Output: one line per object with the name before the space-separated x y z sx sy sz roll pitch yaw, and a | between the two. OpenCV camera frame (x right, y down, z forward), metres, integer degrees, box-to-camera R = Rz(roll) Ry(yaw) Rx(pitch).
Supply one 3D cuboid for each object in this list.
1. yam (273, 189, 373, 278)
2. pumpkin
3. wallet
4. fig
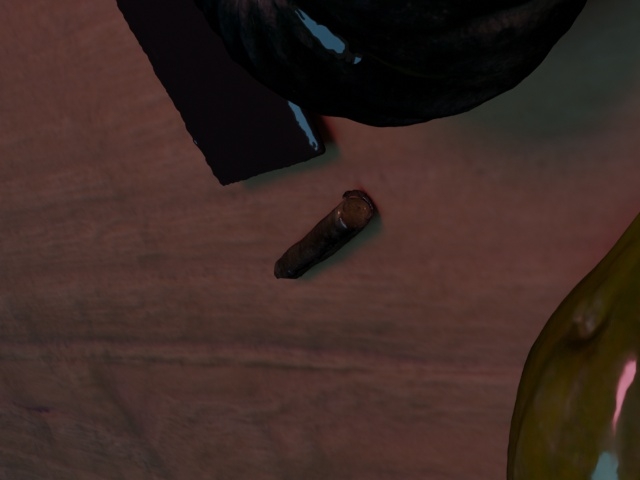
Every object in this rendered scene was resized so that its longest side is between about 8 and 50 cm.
yam | 0.000 0.000 0.752 0.027 0.033 0.129 26 153 -14
pumpkin | 0.021 -0.158 0.453 0.220 0.162 0.220 34 138 38
wallet | -0.088 -0.153 0.700 0.124 0.025 0.244 -11 112 52
fig | 0.173 0.101 0.532 0.167 0.167 0.233 18 143 38
